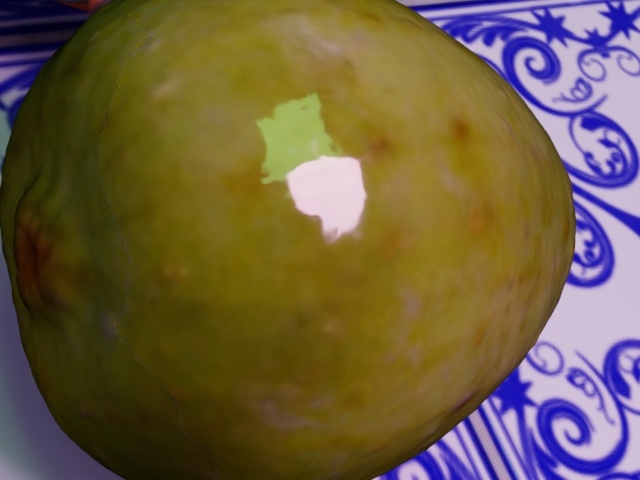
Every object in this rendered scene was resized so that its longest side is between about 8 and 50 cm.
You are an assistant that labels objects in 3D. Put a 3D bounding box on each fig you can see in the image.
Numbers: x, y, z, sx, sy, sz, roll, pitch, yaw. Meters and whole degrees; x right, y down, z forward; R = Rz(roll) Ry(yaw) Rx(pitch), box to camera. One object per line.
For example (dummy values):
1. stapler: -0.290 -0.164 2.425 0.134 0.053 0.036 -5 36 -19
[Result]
1. fig: 0.000 0.000 0.821 0.326 0.258 0.258 2 57 -44

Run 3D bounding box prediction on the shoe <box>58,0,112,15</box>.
1. shoe: -0.070 -0.176 0.867 0.171 0.336 0.132 -18 100 -28
